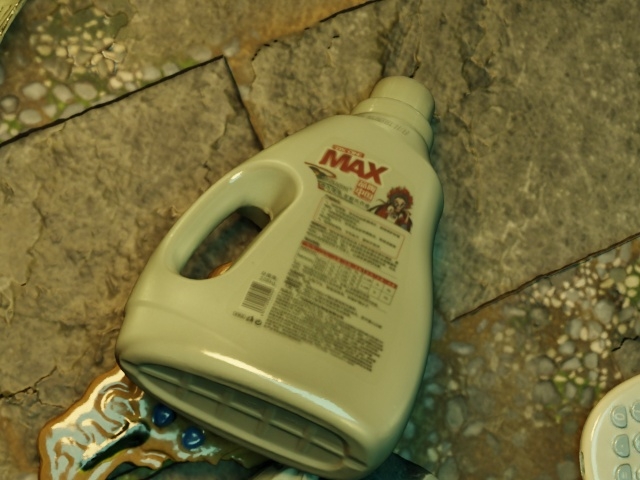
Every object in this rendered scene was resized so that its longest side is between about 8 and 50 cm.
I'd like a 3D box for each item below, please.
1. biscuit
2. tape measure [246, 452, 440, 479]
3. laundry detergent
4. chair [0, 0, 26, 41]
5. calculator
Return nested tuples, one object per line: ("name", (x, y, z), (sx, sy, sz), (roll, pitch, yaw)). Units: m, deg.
("biscuit", (-0.121, 0.137, 1.572), (0.320, 0.047, 0.183), (-25, 89, -18))
("tape measure", (0.020, 0.321, 1.542), (0.256, 0.147, 0.275), (20, 79, -16))
("laundry detergent", (0.000, 0.000, 1.549), (0.264, 0.124, 0.397), (22, 55, 2))
("chair", (-0.282, -0.249, 1.484), (0.275, 0.203, 0.190), (-44, 109, -23))
("calculator", (0.405, 0.215, 1.740), (0.303, 0.042, 0.188), (-2, 83, -19))
